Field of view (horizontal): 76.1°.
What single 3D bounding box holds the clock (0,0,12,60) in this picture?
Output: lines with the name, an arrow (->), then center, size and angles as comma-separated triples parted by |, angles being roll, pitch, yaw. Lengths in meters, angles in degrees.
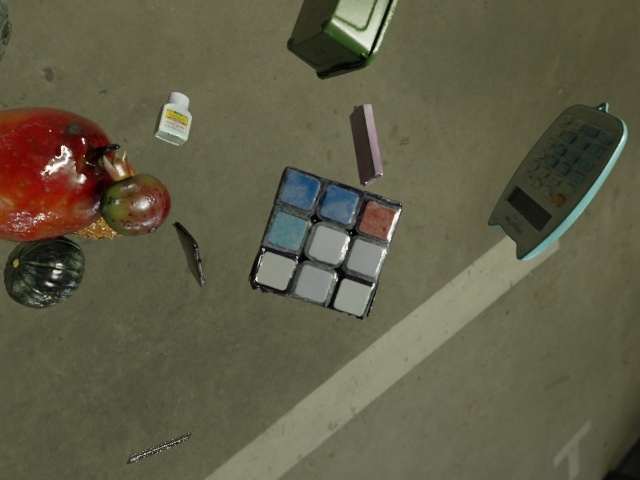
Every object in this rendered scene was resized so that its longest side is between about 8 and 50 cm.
clock -> -0.222, -0.110, 0.229 | 0.064, 0.172, 0.198 | 11, 64, -27

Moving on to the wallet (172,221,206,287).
wallet -> -0.449, 0.059, 1.430 | 0.031, 0.137, 0.255 | -31, 148, -26

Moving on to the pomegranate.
pomegranate -> -0.352, -0.088, 0.782 | 0.129, 0.129, 0.159 | -1, 85, -31

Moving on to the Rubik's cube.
Rubik's cube -> 0.000, 0.000, 1.249 | 0.362, 0.359, 0.363 | 18, 89, -4

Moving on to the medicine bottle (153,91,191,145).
medicine bottle -> -0.370, -0.310, 1.036 | 0.074, 0.055, 0.118 | 19, 70, -34

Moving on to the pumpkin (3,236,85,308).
pumpkin -> -0.784, 0.084, 1.162 | 0.220, 0.220, 0.162 | -58, 144, -1

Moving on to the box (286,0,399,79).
box -> 0.051, -0.628, 1.168 | 0.177, 0.328, 0.253 | 21, 91, -32

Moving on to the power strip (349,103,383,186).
power strip -> 0.154, -0.326, 1.393 | 0.037, 0.109, 0.279 | -6, 83, -23

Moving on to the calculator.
calculator -> 0.569, -0.149, 0.998 | 0.054, 0.256, 0.386 | 15, 119, -13

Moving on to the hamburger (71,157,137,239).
hamburger -> -0.734, -0.140, 1.329 | 0.290, 0.225, 0.291 | -8, 141, -7

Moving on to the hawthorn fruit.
hawthorn fruit -> -0.553, -0.145, 0.838 | 0.368, 0.285, 0.285 | -8, 119, 18

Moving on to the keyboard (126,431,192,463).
keyboard -> -0.510, 0.661, 1.306 | 0.198, 0.010, 0.064 | -6, 141, -40
